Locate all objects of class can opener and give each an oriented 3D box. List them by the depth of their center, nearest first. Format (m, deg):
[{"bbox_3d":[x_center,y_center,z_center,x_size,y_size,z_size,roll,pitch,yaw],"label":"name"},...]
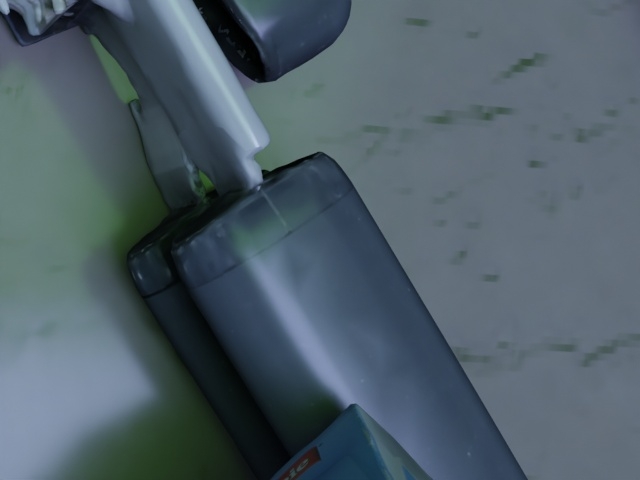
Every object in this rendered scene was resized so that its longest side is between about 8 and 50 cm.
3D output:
[{"bbox_3d":[0.000,0.000,0.438,0.093,0.074,0.280,-29,96,-18],"label":"can opener"}]

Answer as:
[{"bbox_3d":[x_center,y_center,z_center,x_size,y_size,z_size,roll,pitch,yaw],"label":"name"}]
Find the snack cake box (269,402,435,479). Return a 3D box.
[{"bbox_3d":[-0.033,0.182,0.374,0.264,0.089,0.152,-44,102,2],"label":"snack cake box"}]
